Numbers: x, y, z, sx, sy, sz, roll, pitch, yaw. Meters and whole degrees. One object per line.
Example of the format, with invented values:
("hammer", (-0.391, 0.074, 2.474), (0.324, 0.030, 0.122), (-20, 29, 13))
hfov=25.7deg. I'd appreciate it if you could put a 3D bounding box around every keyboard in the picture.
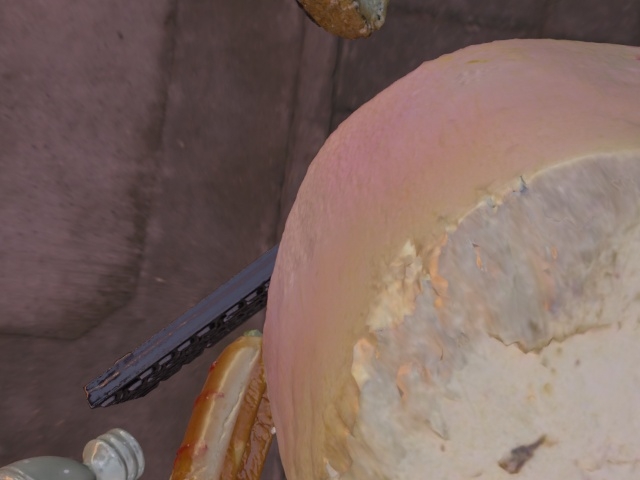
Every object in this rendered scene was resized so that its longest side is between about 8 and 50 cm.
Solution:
("keyboard", (0.000, 0.000, 0.800), (0.310, 0.101, 0.018), (-37, 82, 5))

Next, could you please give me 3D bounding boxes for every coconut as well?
("coconut", (0.122, 0.057, 0.627), (0.297, 0.309, 0.297), (-1, 105, -3))

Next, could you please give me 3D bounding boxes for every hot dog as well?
("hot dog", (-0.091, 0.186, 1.237), (0.076, 0.104, 0.250), (3, 56, 18))

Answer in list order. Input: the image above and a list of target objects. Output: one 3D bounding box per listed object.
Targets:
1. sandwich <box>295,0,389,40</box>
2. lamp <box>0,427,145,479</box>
("sandwich", (0.005, -0.405, 1.666), (0.095, 0.273, 0.249), (8, 75, 33))
("lamp", (-0.267, 0.259, 1.464), (0.193, 0.106, 0.106), (-30, 88, -46))
